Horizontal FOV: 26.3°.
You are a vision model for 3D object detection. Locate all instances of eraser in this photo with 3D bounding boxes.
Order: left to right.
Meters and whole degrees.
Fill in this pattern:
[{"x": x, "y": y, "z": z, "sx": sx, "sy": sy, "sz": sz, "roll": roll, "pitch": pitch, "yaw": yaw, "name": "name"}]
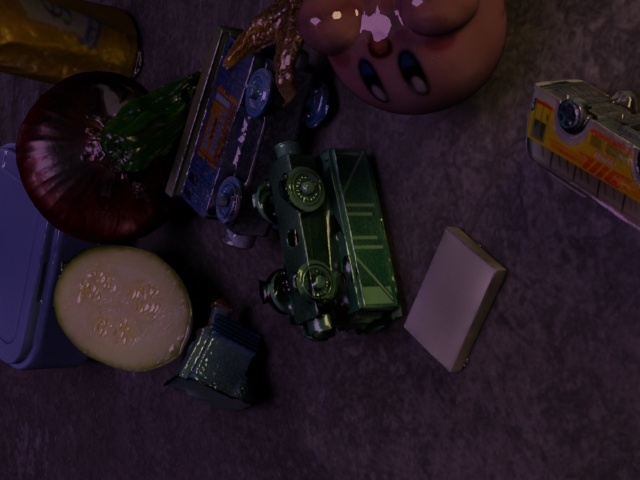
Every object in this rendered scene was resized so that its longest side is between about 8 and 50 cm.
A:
[{"x": 0.164, "y": 0.072, "z": 1.674, "sx": 0.104, "sy": 0.023, "sz": 0.150, "roll": 45, "pitch": 123, "yaw": 43, "name": "eraser"}]

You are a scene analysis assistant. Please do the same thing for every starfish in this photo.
[{"x": -0.032, "y": -0.303, "z": 1.789, "sx": 0.236, "sy": 0.062, "sz": 0.277, "roll": -23, "pitch": 61, "yaw": 30, "name": "starfish"}]

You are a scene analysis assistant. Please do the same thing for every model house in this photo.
[{"x": -0.143, "y": 0.163, "z": 2.010, "sx": 0.148, "sy": 0.119, "sz": 0.148, "roll": 146, "pitch": 146, "yaw": -71, "name": "model house"}]

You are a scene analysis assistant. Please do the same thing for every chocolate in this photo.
[{"x": -0.504, "y": -0.331, "z": 2.203, "sx": 0.162, "sy": 0.445, "sz": 0.162, "roll": -7, "pitch": 81, "yaw": 47, "name": "chocolate"}]

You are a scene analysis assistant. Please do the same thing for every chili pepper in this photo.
[{"x": -0.225, "y": -0.187, "z": 2.018, "sx": 0.099, "sy": 0.253, "sz": 0.083, "roll": 19, "pitch": 137, "yaw": 36, "name": "chili pepper"}]

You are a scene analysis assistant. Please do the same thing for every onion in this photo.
[{"x": -0.340, "y": -0.125, "z": 2.147, "sx": 0.285, "sy": 0.273, "sz": 0.273, "roll": 163, "pitch": 106, "yaw": -76, "name": "onion"}]

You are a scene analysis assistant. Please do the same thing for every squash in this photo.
[{"x": -0.306, "y": 0.098, "z": 2.092, "sx": 0.260, "sy": 0.189, "sz": 0.189, "roll": -164, "pitch": 78, "yaw": -74, "name": "squash"}]

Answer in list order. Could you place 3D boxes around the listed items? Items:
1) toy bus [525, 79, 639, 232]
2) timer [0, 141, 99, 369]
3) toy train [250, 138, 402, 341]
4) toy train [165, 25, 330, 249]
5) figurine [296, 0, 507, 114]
[{"x": 0.324, "y": -0.080, "z": 1.430, "sx": 0.268, "sy": 0.092, "sz": 0.106, "roll": 41, "pitch": 130, "yaw": 44, "name": "toy bus"}, {"x": -0.493, "y": 0.009, "z": 2.387, "sx": 0.395, "sy": 0.173, "sz": 0.394, "roll": 0, "pitch": 90, "yaw": 52, "name": "timer"}, {"x": 0.000, "y": 0.000, "z": 1.780, "sx": 0.115, "sy": 0.154, "sz": 0.269, "roll": -28, "pitch": 67, "yaw": 46, "name": "toy train"}, {"x": -0.099, "y": -0.146, "z": 1.941, "sx": 0.202, "sy": 0.131, "sz": 0.299, "roll": 41, "pitch": 117, "yaw": 50, "name": "toy train"}, {"x": 0.117, "y": -0.263, "z": 1.610, "sx": 0.270, "sy": 0.211, "sz": 0.261, "roll": -7, "pitch": 40, "yaw": 26, "name": "figurine"}]
